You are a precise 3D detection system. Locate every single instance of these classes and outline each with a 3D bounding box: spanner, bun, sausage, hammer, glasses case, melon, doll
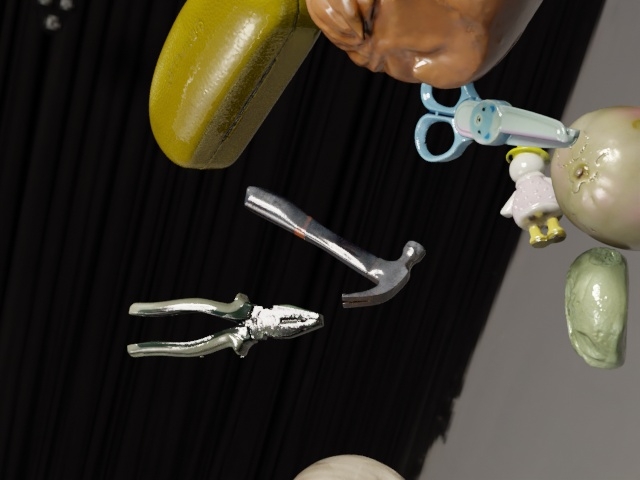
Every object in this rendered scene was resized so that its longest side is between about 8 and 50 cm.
[{"bbox_3d":[-0.150,0.131,1.474,0.324,0.096,0.040,-5,-12,19],"label":"spanner"},{"bbox_3d":[0.488,0.117,1.709,0.108,0.221,0.221,1,10,14],"label":"bun"},{"bbox_3d":[0.102,-0.216,0.533,0.121,0.304,0.121,27,-20,11],"label":"sausage"},{"bbox_3d":[0.000,0.000,1.451,0.289,0.137,0.037,29,-26,21],"label":"hammer"},{"bbox_3d":[-0.147,-0.271,1.451,0.141,0.371,0.173,-1,53,-39],"label":"glasses case"},{"bbox_3d":[0.494,-0.095,1.503,0.316,0.223,0.223,9,15,-37],"label":"melon"},{"bbox_3d":[0.359,-0.085,1.627,0.081,0.129,0.207,33,41,-45],"label":"doll"}]

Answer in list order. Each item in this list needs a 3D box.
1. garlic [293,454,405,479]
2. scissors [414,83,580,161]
[{"bbox_3d":[0.046,0.383,1.182,0.237,0.291,0.210,45,45,-23],"label":"garlic"},{"bbox_3d":[0.204,-0.142,1.161,0.030,0.125,0.256,0,13,-35],"label":"scissors"}]
